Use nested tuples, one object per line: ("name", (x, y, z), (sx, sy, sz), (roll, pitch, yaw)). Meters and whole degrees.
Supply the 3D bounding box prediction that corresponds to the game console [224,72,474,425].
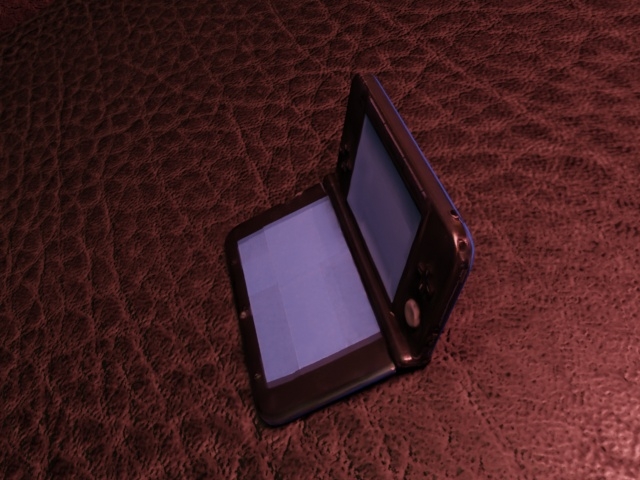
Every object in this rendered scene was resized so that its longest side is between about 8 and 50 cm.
("game console", (0.000, 0.000, 0.616), (0.174, 0.250, 0.293), (-6, 47, -15))
